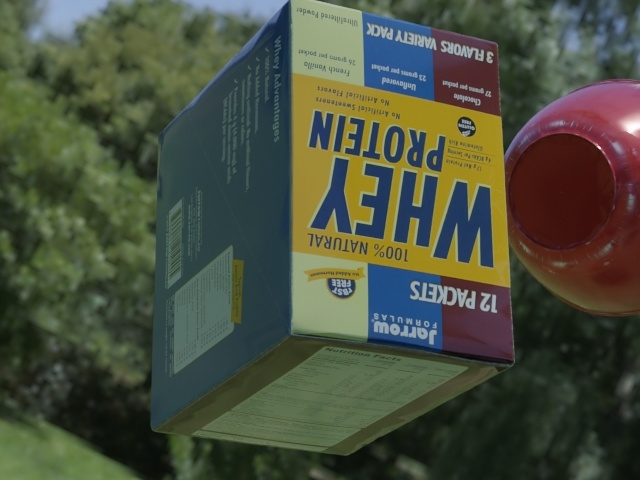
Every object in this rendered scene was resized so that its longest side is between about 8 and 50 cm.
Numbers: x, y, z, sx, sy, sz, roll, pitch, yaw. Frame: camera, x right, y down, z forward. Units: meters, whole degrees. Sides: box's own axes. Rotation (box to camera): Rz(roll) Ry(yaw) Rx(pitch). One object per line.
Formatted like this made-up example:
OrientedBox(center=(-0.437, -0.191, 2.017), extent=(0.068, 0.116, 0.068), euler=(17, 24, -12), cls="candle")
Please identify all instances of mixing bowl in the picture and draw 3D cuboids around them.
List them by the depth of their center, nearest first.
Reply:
OrientedBox(center=(0.199, -0.033, 1.352), extent=(0.181, 0.181, 0.098), euler=(20, 10, 33), cls="mixing bowl")

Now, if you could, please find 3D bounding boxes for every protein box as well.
OrientedBox(center=(0.000, 0.000, 1.063), extent=(0.136, 0.200, 0.201), euler=(10, -24, -24), cls="protein box")
